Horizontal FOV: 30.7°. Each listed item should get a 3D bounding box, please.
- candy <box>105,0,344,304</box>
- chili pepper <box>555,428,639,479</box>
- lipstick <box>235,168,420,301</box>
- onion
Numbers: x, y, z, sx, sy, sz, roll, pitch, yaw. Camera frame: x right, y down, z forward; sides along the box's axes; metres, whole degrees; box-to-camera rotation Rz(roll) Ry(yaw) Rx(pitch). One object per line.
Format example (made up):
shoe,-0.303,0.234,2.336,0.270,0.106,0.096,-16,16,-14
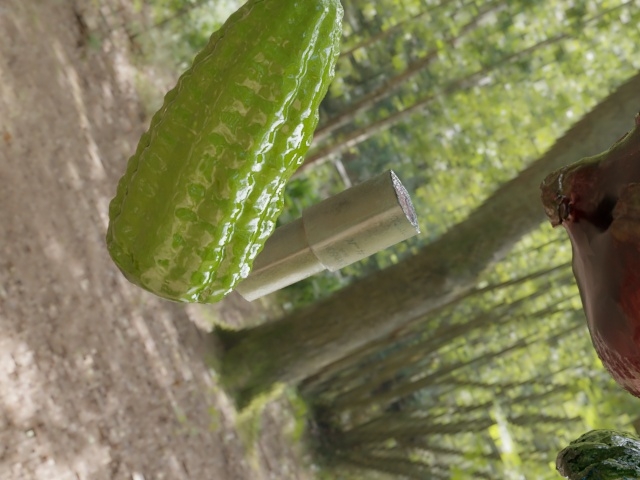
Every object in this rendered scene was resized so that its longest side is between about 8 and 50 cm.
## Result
candy,-0.050,-0.060,0.673,0.097,0.209,0.096,25,24,-12
chili pepper,0.258,0.197,1.031,0.224,0.098,0.061,-8,102,-77
lipstick,0.000,0.000,1.526,0.079,0.253,0.077,49,22,-45
onion,0.259,-0.019,0.859,0.195,0.272,0.272,26,4,3
